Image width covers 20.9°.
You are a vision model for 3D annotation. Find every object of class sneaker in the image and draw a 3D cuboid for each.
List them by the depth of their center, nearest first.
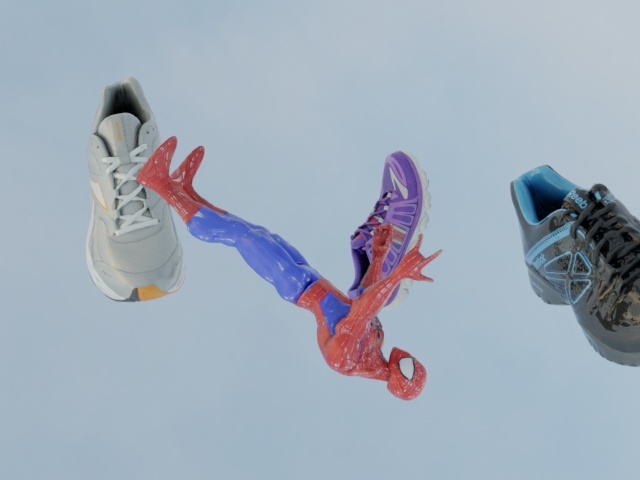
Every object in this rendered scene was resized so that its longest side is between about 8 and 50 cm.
[{"bbox_3d":[-0.193,-0.054,1.709,0.099,0.121,0.262,-10,-135,-6],"label":"sneaker"},{"bbox_3d":[0.290,0.024,1.768,0.125,0.341,0.140,-31,-65,-14],"label":"sneaker"},{"bbox_3d":[0.067,-0.011,1.795,0.071,0.068,0.170,10,-90,-28],"label":"sneaker"}]

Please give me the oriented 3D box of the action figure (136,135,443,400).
[{"bbox_3d":[0.000,0.000,1.350,0.280,0.139,0.091,46,-169,16],"label":"action figure"}]
